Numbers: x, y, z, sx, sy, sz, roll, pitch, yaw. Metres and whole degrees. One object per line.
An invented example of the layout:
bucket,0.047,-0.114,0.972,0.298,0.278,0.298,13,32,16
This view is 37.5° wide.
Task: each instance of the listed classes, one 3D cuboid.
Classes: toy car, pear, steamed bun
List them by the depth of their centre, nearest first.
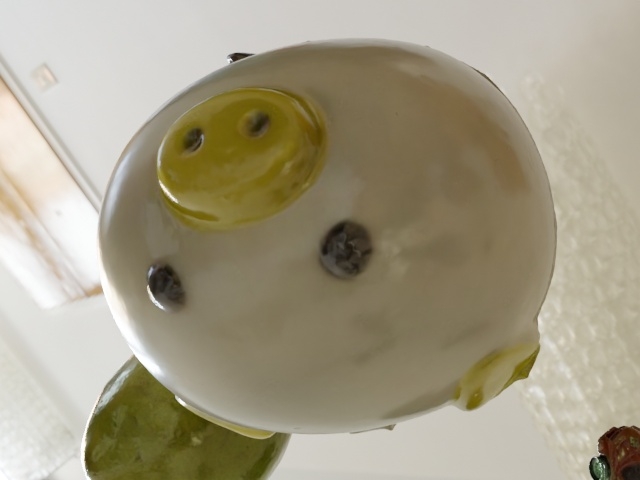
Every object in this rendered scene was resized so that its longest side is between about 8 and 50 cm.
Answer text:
toy car,0.230,0.196,0.682,0.059,0.122,0.035,1,172,-19
steamed bun,0.003,0.000,0.783,0.374,0.334,0.334,-13,-158,22
pear,-0.141,0.202,1.055,0.269,0.212,0.212,-38,-164,-14

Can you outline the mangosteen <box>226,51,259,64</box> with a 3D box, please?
mangosteen,0.045,-0.085,1.096,0.306,0.359,0.306,-29,175,-3
